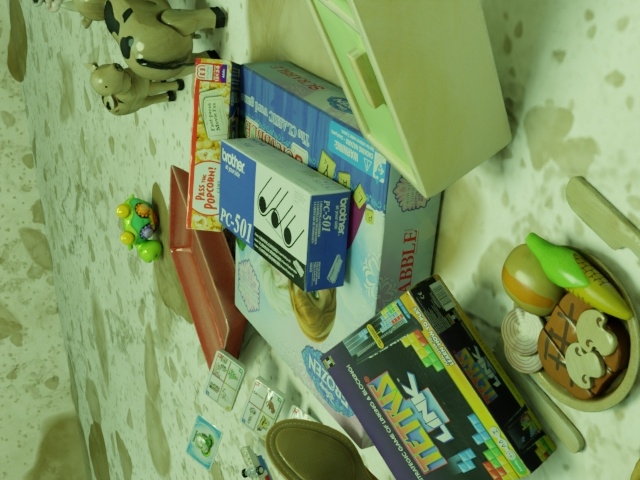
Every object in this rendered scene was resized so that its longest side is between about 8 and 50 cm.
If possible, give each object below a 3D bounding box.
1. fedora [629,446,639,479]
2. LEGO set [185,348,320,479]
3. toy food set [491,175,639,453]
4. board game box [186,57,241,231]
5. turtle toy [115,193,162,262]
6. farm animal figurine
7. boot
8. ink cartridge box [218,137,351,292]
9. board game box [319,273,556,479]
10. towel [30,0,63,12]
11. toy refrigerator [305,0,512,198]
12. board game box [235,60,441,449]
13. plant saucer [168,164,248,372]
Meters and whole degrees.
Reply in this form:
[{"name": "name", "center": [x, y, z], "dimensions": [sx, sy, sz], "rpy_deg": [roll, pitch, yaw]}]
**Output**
[{"name": "fedora", "center": [0.238, 0.148, 0.466], "dimensions": [0.194, 0.079, 0.195], "rpy_deg": [28, 123, 56]}, {"name": "LEGO set", "center": [-0.094, 0.287, 1.124], "dimensions": [0.182, 0.060, 0.244], "rpy_deg": [31, 118, 22]}, {"name": "toy food set", "center": [0.175, 0.064, 0.600], "dimensions": [0.132, 0.038, 0.192], "rpy_deg": [54, 143, 40]}, {"name": "board game box", "center": [-0.119, -0.117, 0.992], "dimensions": [0.147, 0.045, 0.194], "rpy_deg": [-61, -24, -81]}, {"name": "turtle toy", "center": [-0.330, -0.022, 1.506], "dimensions": [0.095, 0.066, 0.130], "rpy_deg": [-122, 23, -80]}, {"name": "farm animal figurine", "center": [-0.266, -0.303, 1.158], "dimensions": [0.326, 0.172, 0.331], "rpy_deg": [39, 137, 48]}, {"name": "boot", "center": [0.019, 0.267, 0.844], "dimensions": [0.197, 0.073, 0.152], "rpy_deg": [32, 150, 6]}, {"name": "ink cartridge box", "center": [-0.042, -0.032, 0.829], "dimensions": [0.207, 0.046, 0.097], "rpy_deg": [36, 127, 54]}, {"name": "board game box", "center": [0.093, 0.136, 0.699], "dimensions": [0.170, 0.048, 0.141], "rpy_deg": [56, 134, 11]}, {"name": "towel", "center": [-0.366, -0.567, 1.264], "dimensions": [0.332, 0.053, 0.317], "rpy_deg": [127, 156, -52]}, {"name": "toy refrigerator", "center": [0.046, -0.158, 0.571], "dimensions": [0.102, 0.094, 0.270], "rpy_deg": [51, 173, 41]}, {"name": "board game box", "center": [0.000, 0.000, 0.883], "dimensions": [0.318, 0.065, 0.318], "rpy_deg": [39, 132, 52]}, {"name": "plant saucer", "center": [-0.164, 0.056, 1.201], "dimensions": [0.259, 0.047, 0.259], "rpy_deg": [111, 140, -60]}]
